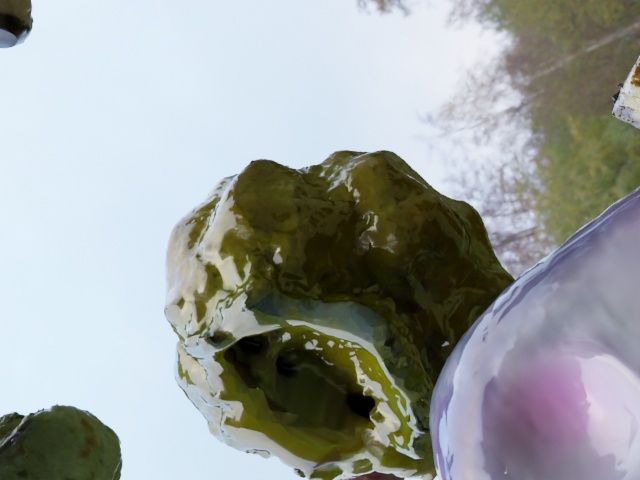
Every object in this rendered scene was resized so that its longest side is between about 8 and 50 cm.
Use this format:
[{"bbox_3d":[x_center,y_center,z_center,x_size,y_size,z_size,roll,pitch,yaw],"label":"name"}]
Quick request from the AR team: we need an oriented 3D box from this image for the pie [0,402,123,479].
[{"bbox_3d":[-0.374,0.325,1.159,0.201,0.090,0.248,40,-115,-17],"label":"pie"}]

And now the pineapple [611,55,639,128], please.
[{"bbox_3d":[0.356,-0.156,0.936,0.137,0.116,0.069,37,-105,-33],"label":"pineapple"}]

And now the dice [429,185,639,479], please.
[{"bbox_3d":[0.237,0.117,0.439,0.270,0.270,0.271,24,-149,-57],"label":"dice"}]

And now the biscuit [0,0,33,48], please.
[{"bbox_3d":[-0.269,-0.265,0.726,0.061,0.055,0.219,6,-109,-44],"label":"biscuit"}]

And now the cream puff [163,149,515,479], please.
[{"bbox_3d":[0.017,0.067,0.653,0.281,0.282,0.185,56,179,-20],"label":"cream puff"}]

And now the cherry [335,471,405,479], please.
[{"bbox_3d":[0.063,0.271,1.079,0.126,0.087,0.106,16,-88,-77],"label":"cherry"}]
